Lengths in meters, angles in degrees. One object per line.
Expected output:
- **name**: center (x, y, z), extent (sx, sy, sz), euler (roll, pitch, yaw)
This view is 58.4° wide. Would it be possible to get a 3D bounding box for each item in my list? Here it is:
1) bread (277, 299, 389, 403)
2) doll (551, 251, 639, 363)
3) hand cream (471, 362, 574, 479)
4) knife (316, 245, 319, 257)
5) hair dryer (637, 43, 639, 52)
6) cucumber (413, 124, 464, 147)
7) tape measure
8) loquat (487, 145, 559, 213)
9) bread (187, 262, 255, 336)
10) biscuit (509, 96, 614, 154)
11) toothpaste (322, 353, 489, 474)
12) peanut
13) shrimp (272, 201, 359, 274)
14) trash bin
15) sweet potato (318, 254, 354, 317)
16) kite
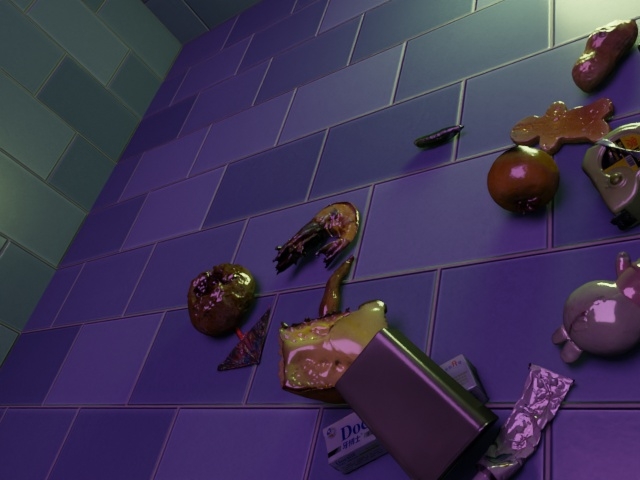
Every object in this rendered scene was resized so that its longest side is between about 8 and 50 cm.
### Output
- **bread**: center (0.041, 0.261, 1.247), extent (0.262, 0.162, 0.204), euler (-12, 42, 5)
- **doll**: center (0.515, 0.105, 0.977), extent (0.275, 0.113, 0.155), euler (-34, 42, 13)
- **hand cream**: center (0.340, 0.331, 0.989), extent (0.084, 0.050, 0.257), euler (20, 63, 49)
- **knife**: center (-0.006, 0.013, 1.640), extent (0.014, 0.005, 0.091), euler (-26, 41, 25)
- **hair dryer**: center (0.825, -0.396, 1.204), extent (0.248, 0.078, 0.195), euler (-11, 47, 24)
- **cucumber**: center (0.328, -0.284, 1.578), extent (0.155, 0.037, 0.037), euler (-16, 46, 35)
- **tape measure**: center (0.613, -0.143, 1.127), extent (0.175, 0.106, 0.200), euler (-42, 33, 28)
- **loquat**: center (0.441, -0.132, 1.250), extent (0.163, 0.137, 0.163), euler (-10, 51, 12)
- **bread**: center (-0.300, 0.164, 1.680), extent (0.230, 0.123, 0.230), euler (-27, 40, 26)
- **biscuit**: center (0.563, -0.266, 1.346), extent (0.234, 0.030, 0.153), euler (-5, 52, 41)
- **toothpaste**: center (0.160, 0.347, 1.128), extent (0.336, 0.067, 0.081), euler (-33, 36, 15)
- **peanut**: center (0.674, -0.446, 1.368), extent (0.214, 0.099, 0.099), euler (-56, 38, -5)
- **shrimp**: center (0.004, 0.005, 1.589), extent (0.289, 0.075, 0.178), euler (-40, 39, -19)
- **trash bin**: center (0.163, 0.294, 1.020), extent (0.240, 0.122, 0.164), euler (41, 99, 28)
- **sweet potato**: center (0.038, 0.124, 1.465), extent (0.050, 0.050, 0.214), euler (-9, 47, 38)
- **kite**: center (-0.200, 0.281, 1.571), extent (0.232, 0.009, 0.189), euler (-47, 36, -3)
